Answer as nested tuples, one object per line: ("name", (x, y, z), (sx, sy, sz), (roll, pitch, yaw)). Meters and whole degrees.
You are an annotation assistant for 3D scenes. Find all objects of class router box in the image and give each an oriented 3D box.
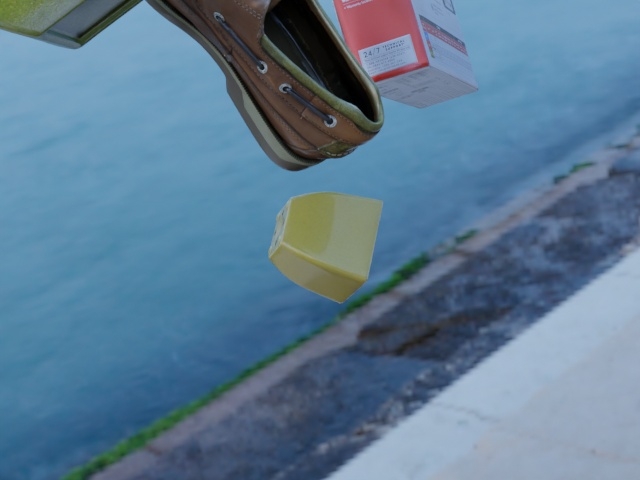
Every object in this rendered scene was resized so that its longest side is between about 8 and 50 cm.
("router box", (0.079, -0.313, 1.590), (0.082, 0.301, 0.335), (-17, -3, 15))

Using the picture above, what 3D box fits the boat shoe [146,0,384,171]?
("boat shoe", (-0.055, -0.200, 1.125), (0.104, 0.307, 0.110), (-18, 28, 48))

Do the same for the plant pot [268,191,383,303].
("plant pot", (0.000, 0.000, 1.272), (0.083, 0.081, 0.081), (17, -22, -12))

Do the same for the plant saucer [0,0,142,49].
("plant saucer", (-0.140, -0.191, 0.953), (0.188, 0.045, 0.188), (-36, 3, 4))
